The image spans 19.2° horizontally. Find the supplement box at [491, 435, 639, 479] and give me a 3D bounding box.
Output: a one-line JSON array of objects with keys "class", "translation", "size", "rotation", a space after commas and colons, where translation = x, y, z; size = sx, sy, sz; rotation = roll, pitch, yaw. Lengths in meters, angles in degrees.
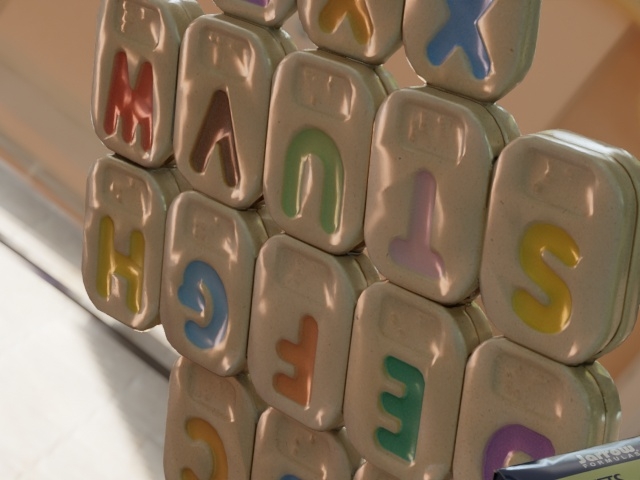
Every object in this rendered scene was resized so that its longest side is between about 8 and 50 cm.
[{"class": "supplement box", "translation": [0.076, 0.102, 0.424], "size": [0.056, 0.083, 0.083], "rotation": [-9, 36, -26]}]

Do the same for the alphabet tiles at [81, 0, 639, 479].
[{"class": "alphabet tiles", "translation": [0.000, 0.000, 0.691], "size": [0.021, 0.278, 0.284], "rotation": [-10, 24, -40]}]
